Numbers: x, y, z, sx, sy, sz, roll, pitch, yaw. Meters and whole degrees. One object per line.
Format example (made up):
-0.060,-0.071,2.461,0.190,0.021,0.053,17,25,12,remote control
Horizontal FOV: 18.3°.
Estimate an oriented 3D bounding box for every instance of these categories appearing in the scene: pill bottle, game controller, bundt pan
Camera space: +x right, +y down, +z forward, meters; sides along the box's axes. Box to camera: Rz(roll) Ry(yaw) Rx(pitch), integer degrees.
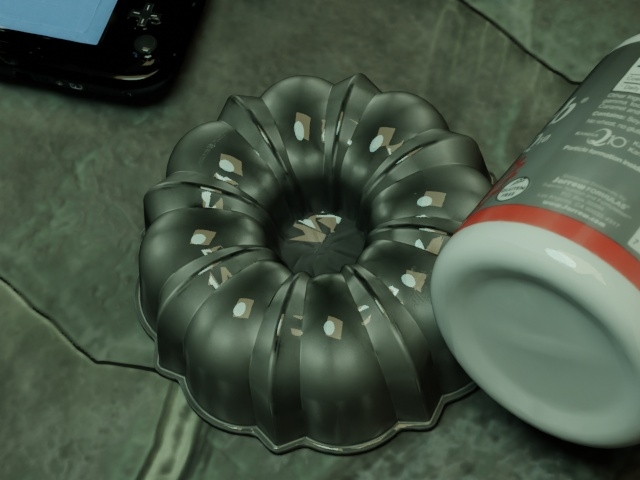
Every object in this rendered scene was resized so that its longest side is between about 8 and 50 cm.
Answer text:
0.261,-0.032,1.520,0.210,0.210,0.363,29,55,19,pill bottle
-0.263,-0.218,1.777,0.319,0.067,0.166,12,65,11,game controller
0.000,0.000,1.604,0.331,0.124,0.330,-3,62,6,bundt pan
